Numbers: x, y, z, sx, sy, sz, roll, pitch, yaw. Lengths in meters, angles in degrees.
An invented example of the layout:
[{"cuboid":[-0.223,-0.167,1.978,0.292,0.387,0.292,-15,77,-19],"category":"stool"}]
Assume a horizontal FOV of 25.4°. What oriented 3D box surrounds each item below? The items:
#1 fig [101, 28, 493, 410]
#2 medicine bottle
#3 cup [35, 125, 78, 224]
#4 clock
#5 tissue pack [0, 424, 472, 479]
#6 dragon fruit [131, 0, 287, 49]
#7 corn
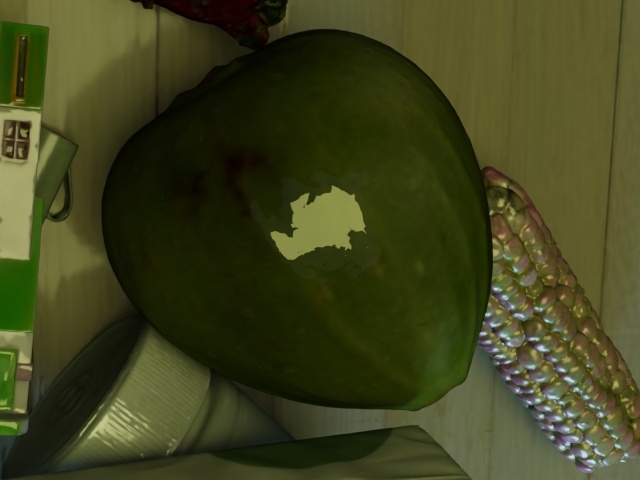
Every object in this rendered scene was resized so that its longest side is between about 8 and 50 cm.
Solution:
[{"cuboid":[0.000,0.000,1.114,0.316,0.316,0.316,-4,102,-18],"category":"fig"},{"cuboid":[-0.092,0.230,1.195,0.190,0.190,0.332,-47,110,-5],"category":"medicine bottle"},{"cuboid":[-0.229,-0.048,1.165,0.075,0.054,0.083,28,89,-20],"category":"cup"},{"cuboid":[-0.320,-0.026,1.035,0.235,0.166,0.309,4,101,-14],"category":"clock"},{"cuboid":[-0.065,0.294,1.014,0.356,0.194,0.266,-6,104,-14],"category":"tissue pack"},{"cuboid":[-0.085,-0.278,1.078,0.200,0.269,0.198,36,56,10],"category":"dragon fruit"},{"cuboid":[0.198,0.075,1.304,0.126,0.126,0.335,-41,115,-7],"category":"corn"}]
